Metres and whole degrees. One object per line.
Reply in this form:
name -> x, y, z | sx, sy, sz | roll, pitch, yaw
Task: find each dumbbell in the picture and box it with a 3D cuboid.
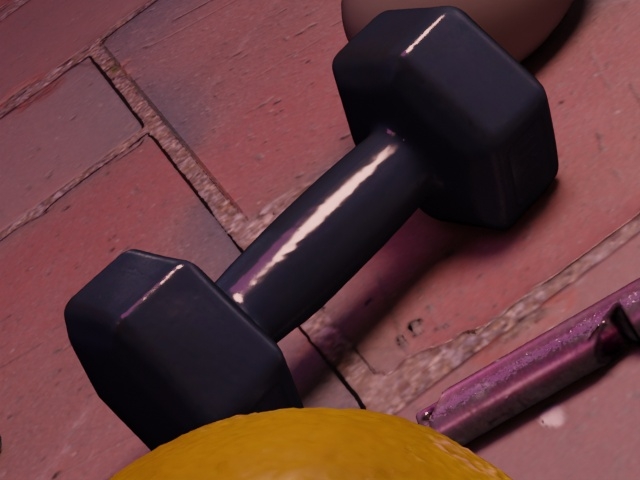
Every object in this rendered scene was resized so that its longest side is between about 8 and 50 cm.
dumbbell -> 0.000, 0.000, 1.152 | 0.325, 0.160, 0.144 | -44, -5, -21

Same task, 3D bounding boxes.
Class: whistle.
whistle -> 0.127, 0.064, 1.010 | 0.176, 0.033, 0.033 | -31, 25, 9

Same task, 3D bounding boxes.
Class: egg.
egg -> 0.105, -0.189, 1.353 | 0.198, 0.146, 0.146 | -31, 23, -13

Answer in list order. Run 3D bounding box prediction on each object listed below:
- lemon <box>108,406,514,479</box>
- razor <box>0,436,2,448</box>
lemon -> -0.001, 0.178, 0.741 | 0.240, 0.240, 0.219 | -24, 6, 23
razor -> -0.247, 0.187, 1.257 | 0.066, 0.033, 0.190 | -24, 26, 21
